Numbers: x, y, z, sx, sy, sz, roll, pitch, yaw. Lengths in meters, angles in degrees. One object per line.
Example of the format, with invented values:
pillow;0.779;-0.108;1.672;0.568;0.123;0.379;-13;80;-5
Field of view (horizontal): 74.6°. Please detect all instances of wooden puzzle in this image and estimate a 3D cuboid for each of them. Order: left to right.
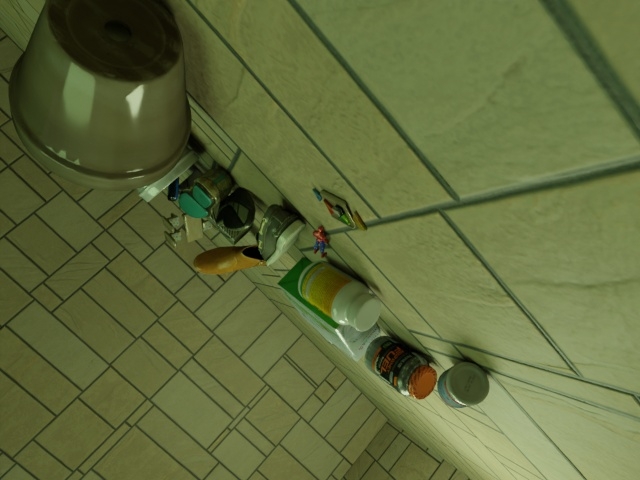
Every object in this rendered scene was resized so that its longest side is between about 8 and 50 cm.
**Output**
wooden puzzle;0.032;-0.056;0.780;0.116;0.014;0.078;29;158;45

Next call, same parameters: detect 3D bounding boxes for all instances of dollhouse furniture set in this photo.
dollhouse furniture set;-0.514;-0.092;1.722;0.161;0.212;0.241;35;135;35

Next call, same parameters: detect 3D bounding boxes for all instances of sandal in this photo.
sandal;-0.246;-0.086;1.278;0.086;0.120;0.303;21;177;-25

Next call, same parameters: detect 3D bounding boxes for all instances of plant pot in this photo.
plant pot;-0.372;-0.288;0.748;0.323;0.323;0.280;47;148;-9

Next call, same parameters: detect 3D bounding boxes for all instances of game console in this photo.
game console;-0.574;-0.265;1.433;0.174;0.249;0.293;3;-176;-21

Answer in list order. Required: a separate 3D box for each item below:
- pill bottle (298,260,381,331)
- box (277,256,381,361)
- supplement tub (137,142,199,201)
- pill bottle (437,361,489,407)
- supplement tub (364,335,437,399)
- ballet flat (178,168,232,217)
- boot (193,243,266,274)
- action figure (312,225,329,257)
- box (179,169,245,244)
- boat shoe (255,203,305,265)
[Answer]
pill bottle;0.048;0.139;1.054;0.209;0.117;0.117;28;158;44
box;0.027;0.211;1.276;0.262;0.126;0.231;31;160;39
supplement tub;-0.522;-0.291;1.162;0.324;0.235;0.235;50;164;-19
pill bottle;0.308;0.323;0.929;0.087;0.087;0.160;39;164;19
supplement tub;0.222;0.353;1.170;0.190;0.117;0.117;21;152;54
ballet flat;-0.357;-0.147;1.322;0.123;0.123;0.349;48;156;-14
boot;-0.305;0.056;1.516;0.211;0.296;0.103;151;112;-71
action figure;0.000;0.000;0.982;0.038;0.030;0.115;34;157;17
box;-0.375;-0.115;1.510;0.275;0.094;0.113;44;164;0
boat shoe;-0.119;-0.011;1.118;0.091;0.109;0.305;45;159;2
